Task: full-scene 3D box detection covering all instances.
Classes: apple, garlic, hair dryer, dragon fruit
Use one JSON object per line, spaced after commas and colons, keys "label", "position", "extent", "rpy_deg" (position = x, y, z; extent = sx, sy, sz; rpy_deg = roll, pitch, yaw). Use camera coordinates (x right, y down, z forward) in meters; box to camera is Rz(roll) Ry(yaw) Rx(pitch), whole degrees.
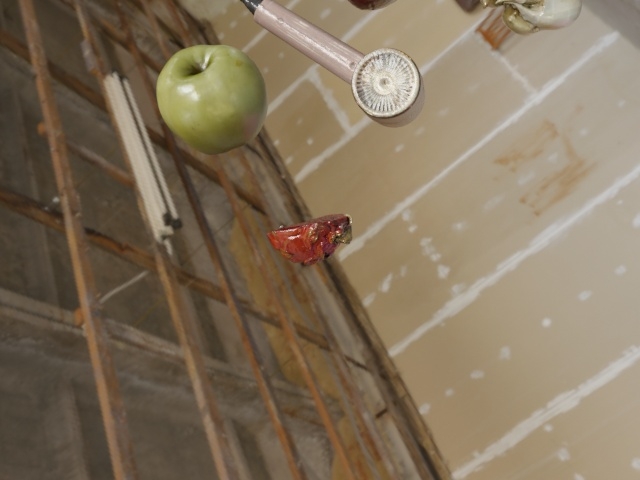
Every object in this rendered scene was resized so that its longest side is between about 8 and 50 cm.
{"label": "apple", "position": [-0.253, -0.330, 1.596], "extent": [0.262, 0.262, 0.262], "rpy_deg": [46, -163, -18]}
{"label": "garlic", "position": [0.412, -0.540, 1.394], "extent": [0.203, 0.185, 0.281], "rpy_deg": [-36, -100, -35]}
{"label": "hair dryer", "position": [0.015, -0.305, 1.087], "extent": [0.344, 0.107, 0.189], "rpy_deg": [35, -169, 6]}
{"label": "dragon fruit", "position": [0.000, 0.000, 1.167], "extent": [0.162, 0.106, 0.083], "rpy_deg": [-12, -87, -48]}

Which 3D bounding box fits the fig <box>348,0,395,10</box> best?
{"label": "fig", "position": [0.118, -0.634, 1.527], "extent": [0.224, 0.223, 0.263], "rpy_deg": [59, 179, 25]}
